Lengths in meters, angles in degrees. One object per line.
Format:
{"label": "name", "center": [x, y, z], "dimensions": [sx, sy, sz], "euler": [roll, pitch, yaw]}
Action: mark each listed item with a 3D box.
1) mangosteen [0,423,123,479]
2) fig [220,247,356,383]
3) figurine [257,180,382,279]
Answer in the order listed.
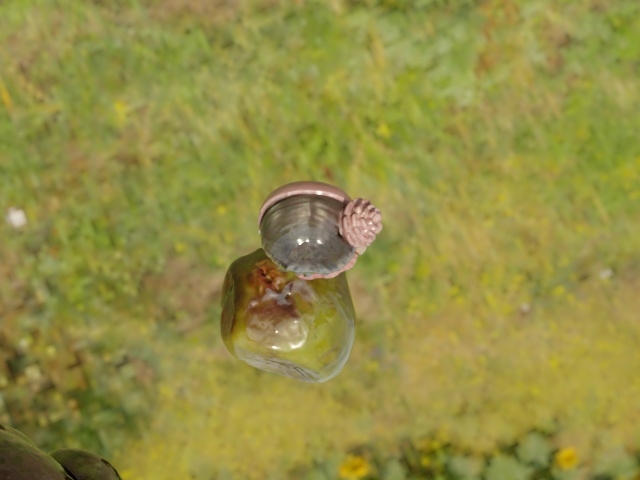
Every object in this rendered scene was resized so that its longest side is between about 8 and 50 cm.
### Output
{"label": "mangosteen", "center": [-0.283, 0.275, 1.429], "dimensions": [0.330, 0.330, 0.330], "euler": [-22, 163, -7]}
{"label": "fig", "center": [-0.030, 0.084, 1.948], "dimensions": [0.144, 0.166, 0.154], "euler": [-15, -150, 35]}
{"label": "figurine", "center": [0.000, 0.000, 1.097], "dimensions": [0.072, 0.054, 0.129], "euler": [12, 170, 3]}
